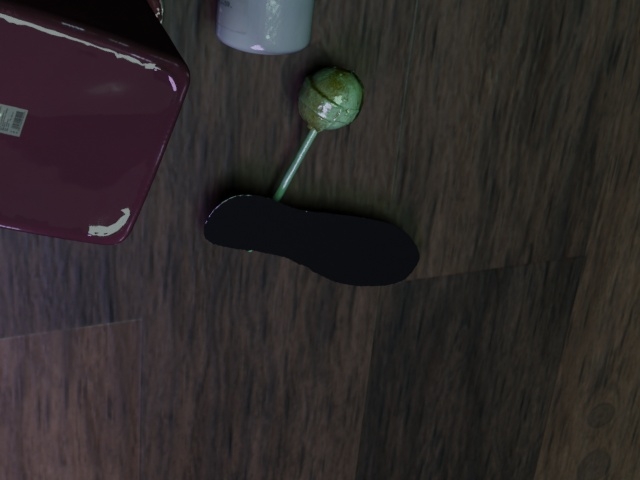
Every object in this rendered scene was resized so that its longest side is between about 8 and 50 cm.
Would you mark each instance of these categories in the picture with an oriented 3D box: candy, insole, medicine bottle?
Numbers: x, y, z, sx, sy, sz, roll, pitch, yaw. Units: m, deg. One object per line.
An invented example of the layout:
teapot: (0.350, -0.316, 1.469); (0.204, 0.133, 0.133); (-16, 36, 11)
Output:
candy: (-0.022, -0.069, 1.055); (0.061, 0.061, 0.202); (13, 120, -31)
insole: (0.000, 0.000, 1.106); (0.253, 0.005, 0.086); (16, 125, -38)
medicine bottle: (-0.041, -0.221, 0.927); (0.080, 0.080, 0.130); (-5, 120, -23)

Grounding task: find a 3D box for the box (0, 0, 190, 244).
box: (-0.245, -0.118, 0.839); (0.294, 0.167, 0.193); (13, 111, -31)
